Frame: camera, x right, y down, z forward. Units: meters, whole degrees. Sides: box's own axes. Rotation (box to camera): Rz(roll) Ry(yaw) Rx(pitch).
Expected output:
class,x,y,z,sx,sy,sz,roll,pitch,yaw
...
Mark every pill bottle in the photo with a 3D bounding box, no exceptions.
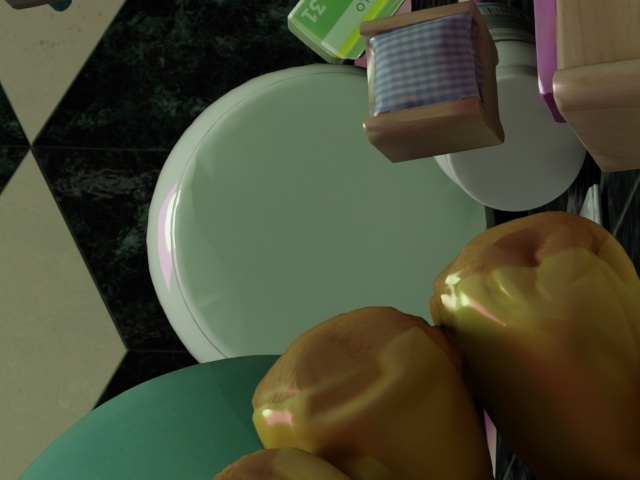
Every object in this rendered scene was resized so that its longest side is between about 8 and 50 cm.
class,x,y,z,sx,sy,sz,roll,pitch,yaw
pill bottle,0.000,0.000,1.280,0.392,0.224,0.224,160,111,-87
pill bottle,0.087,-0.065,0.930,0.137,0.078,0.078,-94,6,-71

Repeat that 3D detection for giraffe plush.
class,x,y,z,sx,sy,sz,roll,pitch,yaw
giraffe plush,0.076,0.123,0.511,0.210,0.181,0.170,43,156,38

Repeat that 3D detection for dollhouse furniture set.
class,x,y,z,sx,sy,sz,roll,pitch,yaw
dollhouse furniture set,-0.036,-0.172,0.632,0.198,0.303,0.286,45,-138,-60

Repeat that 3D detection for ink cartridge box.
class,x,y,z,sx,sy,sz,roll,pitch,yaw
ink cartridge box,0.050,-0.195,1.240,0.171,0.056,0.235,-53,2,2

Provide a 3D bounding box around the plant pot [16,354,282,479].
class,x,y,z,sx,sy,sz,roll,pitch,yaw
plant pot,-0.015,0.240,0.948,0.235,0.293,0.293,-122,30,-59

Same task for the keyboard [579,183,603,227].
class,x,y,z,sx,sy,sz,roll,pitch,yaw
keyboard,0.121,0.104,0.835,0.072,0.014,0.256,108,164,-64
